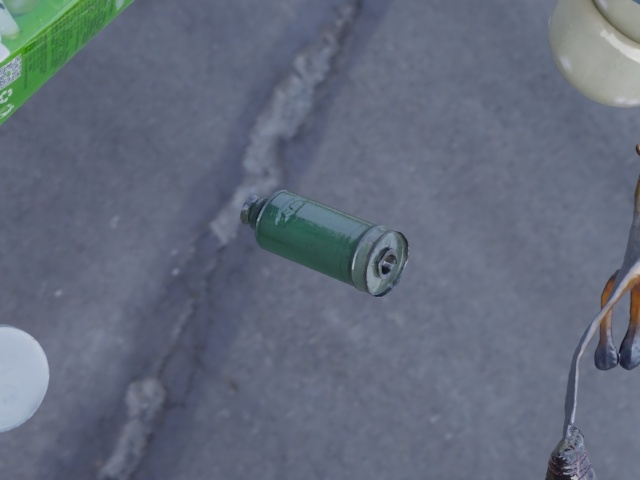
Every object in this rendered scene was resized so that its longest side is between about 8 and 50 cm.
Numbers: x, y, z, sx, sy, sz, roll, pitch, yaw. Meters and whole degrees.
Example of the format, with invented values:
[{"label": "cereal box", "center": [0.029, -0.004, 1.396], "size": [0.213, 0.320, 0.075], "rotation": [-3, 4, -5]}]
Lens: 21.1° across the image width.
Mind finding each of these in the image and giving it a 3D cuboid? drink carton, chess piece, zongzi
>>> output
[{"label": "drink carton", "center": [-0.294, -0.248, 1.676], "size": [0.161, 0.108, 0.271], "rotation": [34, 58, 11]}, {"label": "chess piece", "center": [0.279, -0.223, 1.354], "size": [0.167, 0.299, 0.167], "rotation": [13, 51, -16]}, {"label": "zongzi", "center": [0.263, 0.257, 1.862], "size": [0.083, 0.073, 0.067], "rotation": [62, 25, -13]}]

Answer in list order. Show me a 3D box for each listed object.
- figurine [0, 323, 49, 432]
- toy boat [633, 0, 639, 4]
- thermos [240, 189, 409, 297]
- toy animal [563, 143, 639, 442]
[{"label": "figurine", "center": [-0.409, 0.117, 1.892], "size": [0.133, 0.236, 0.176], "rotation": [-36, 117, -22]}, {"label": "toy boat", "center": [0.173, -0.179, 0.984], "size": [0.330, 0.123, 0.215], "rotation": [23, 14, -38]}, {"label": "thermos", "center": [0.000, -0.004, 1.809], "size": [0.188, 0.073, 0.083], "rotation": [22, 5, 32]}, {"label": "toy animal", "center": [0.340, 0.040, 1.711], "size": [0.284, 0.225, 0.302], "rotation": [-95, -174, -72]}]
